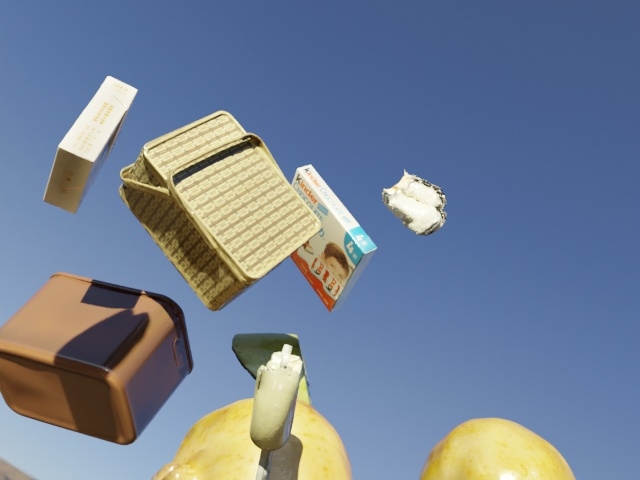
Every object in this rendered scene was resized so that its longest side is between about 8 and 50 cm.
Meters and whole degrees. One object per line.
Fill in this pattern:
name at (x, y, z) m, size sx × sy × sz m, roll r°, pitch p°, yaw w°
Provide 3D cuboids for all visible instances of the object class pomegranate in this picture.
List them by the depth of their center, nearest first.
pomegranate at (0.240, 0.353, 0.778) m, size 0.233 × 0.233 × 0.233 m, roll 20°, pitch -39°, yaw 17°
pomegranate at (-0.110, 0.403, 0.910) m, size 0.343 × 0.342 × 0.342 m, roll 20°, pitch -39°, yaw 17°

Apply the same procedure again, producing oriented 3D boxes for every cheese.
cheese at (-0.060, 0.230, 0.692) m, size 0.050 × 0.127 × 0.234 m, roll 10°, pitch -76°, yaw 0°

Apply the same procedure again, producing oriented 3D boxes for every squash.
squash at (-0.112, 0.294, 1.353) m, size 0.155 × 0.237 × 0.203 m, roll -12°, pitch -70°, yaw -4°

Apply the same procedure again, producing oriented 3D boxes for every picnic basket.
picnic basket at (-0.185, -0.065, 1.059) m, size 0.312 × 0.228 × 0.175 m, roll 51°, pitch -43°, yaw 1°

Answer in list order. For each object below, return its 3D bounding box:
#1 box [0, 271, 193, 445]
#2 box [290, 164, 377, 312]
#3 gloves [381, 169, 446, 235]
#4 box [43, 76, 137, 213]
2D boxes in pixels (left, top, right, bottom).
box at (-0.480, 0.246, 1.211) m, size 0.340 × 0.229 × 0.239 m, roll 10°, pitch -56°, yaw 14°
box at (0.000, 0.000, 1.400) m, size 0.273 × 0.048 × 0.265 m, roll 53°, pitch -36°, yaw 23°
gloves at (0.219, -0.081, 1.296) m, size 0.153 × 0.114 × 0.070 m, roll 46°, pitch -7°, yaw 31°
box at (-0.427, -0.182, 1.072) m, size 0.067 × 0.233 × 0.149 m, roll 27°, pitch -47°, yaw -19°
